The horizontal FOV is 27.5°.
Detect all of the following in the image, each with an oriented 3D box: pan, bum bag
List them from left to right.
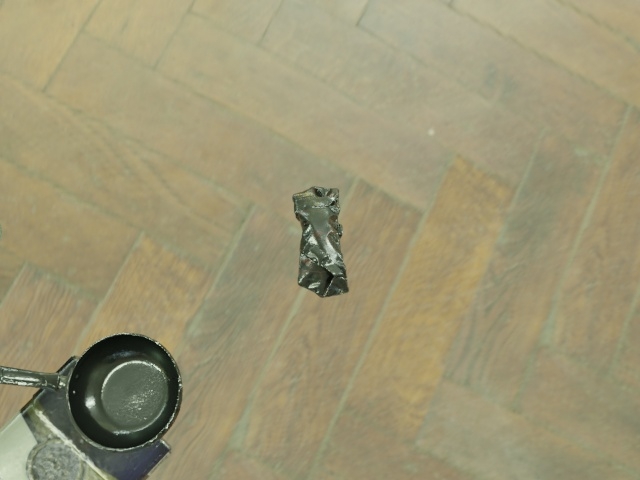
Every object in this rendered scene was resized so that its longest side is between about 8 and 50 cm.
[{"bbox_3d":[-0.133,0.084,0.752,0.115,0.023,0.068,8,80,8],"label":"pan"},{"bbox_3d":[0.000,0.000,1.361,0.058,0.034,0.124,5,65,-20],"label":"bum bag"}]

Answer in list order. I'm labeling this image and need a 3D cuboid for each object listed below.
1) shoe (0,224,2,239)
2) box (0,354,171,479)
[{"bbox_3d":[-0.491,-0.012,1.595,0.195,0.078,0.079,8,55,-27],"label":"shoe"},{"bbox_3d":[-0.322,0.284,1.552,0.168,0.071,0.259,42,80,8],"label":"box"}]
